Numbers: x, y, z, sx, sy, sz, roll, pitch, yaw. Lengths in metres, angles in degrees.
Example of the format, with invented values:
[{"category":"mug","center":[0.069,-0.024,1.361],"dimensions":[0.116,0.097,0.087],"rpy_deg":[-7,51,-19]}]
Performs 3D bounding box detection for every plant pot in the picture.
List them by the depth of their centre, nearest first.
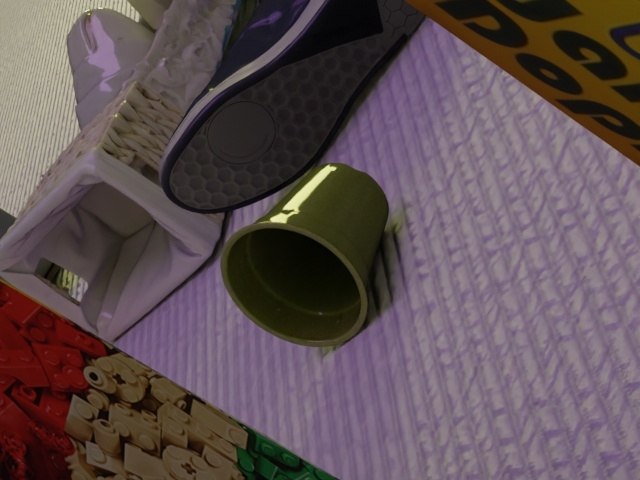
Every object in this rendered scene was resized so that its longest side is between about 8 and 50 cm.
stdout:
[{"category":"plant pot","center":[0.000,0.000,0.944],"dimensions":[0.083,0.083,0.079],"rpy_deg":[-38,15,45]}]

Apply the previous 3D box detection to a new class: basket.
[{"category":"basket","center":[-0.145,-0.021,1.277],"dimensions":[0.167,0.113,0.103],"rpy_deg":[-38,23,46]}]

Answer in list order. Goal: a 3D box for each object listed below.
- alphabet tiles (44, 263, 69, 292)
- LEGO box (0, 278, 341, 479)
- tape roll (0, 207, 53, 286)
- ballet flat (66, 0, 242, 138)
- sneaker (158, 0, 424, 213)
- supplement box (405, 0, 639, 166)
[{"category":"alphabet tiles","center":[-0.291,0.094,1.616],"dimensions":[0.198,0.009,0.237],"rpy_deg":[-62,19,-13]},{"category":"LEGO box","center":[-0.233,0.246,0.659],"dimensions":[0.500,0.372,0.193],"rpy_deg":[-48,21,25]},{"category":"tape roll","center":[-0.342,-0.021,1.569],"dimensions":[0.072,0.219,0.219],"rpy_deg":[-59,19,-5]},{"category":"ballet flat","center":[-0.141,-0.183,1.493],"dimensions":[0.147,0.147,0.409],"rpy_deg":[-33,31,51]},{"category":"sneaker","center":[-0.032,-0.128,1.175],"dimensions":[0.226,0.086,0.163],"rpy_deg":[-45,31,6]},{"category":"supplement box","center":[0.211,-0.177,0.499],"dimensions":[0.356,0.194,0.195],"rpy_deg":[-61,19,-10]}]
